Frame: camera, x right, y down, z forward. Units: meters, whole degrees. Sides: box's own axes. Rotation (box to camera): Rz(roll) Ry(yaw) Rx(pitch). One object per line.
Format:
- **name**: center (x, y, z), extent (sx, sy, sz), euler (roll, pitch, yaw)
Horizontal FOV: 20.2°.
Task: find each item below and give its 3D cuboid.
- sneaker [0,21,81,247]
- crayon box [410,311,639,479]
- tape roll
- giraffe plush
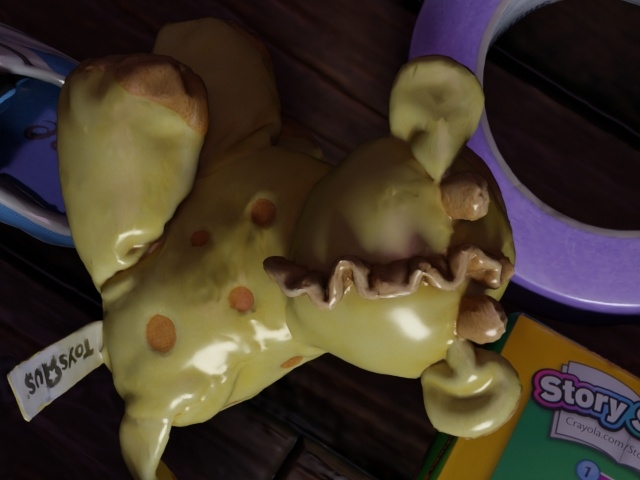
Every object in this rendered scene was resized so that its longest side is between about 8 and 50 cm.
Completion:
- **sneaker**: center (-0.172, -0.069, 0.791), extent (0.237, 0.086, 0.085), euler (24, 84, 4)
- **crayon box**: center (0.157, 0.171, 0.731), extent (0.278, 0.081, 0.165), euler (29, 57, 4)
- **tape roll**: center (0.129, -0.059, 0.796), extent (0.189, 0.080, 0.189), euler (0, 81, -1)
- **giraffe plush**: center (0.000, 0.000, 0.697), extent (0.170, 0.210, 0.181), euler (-9, 121, 27)
